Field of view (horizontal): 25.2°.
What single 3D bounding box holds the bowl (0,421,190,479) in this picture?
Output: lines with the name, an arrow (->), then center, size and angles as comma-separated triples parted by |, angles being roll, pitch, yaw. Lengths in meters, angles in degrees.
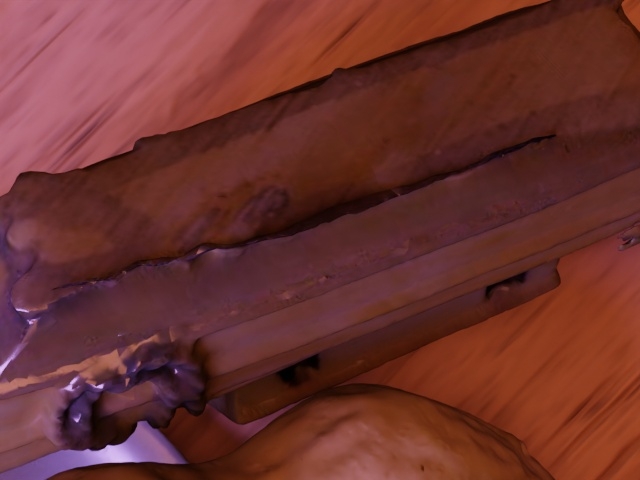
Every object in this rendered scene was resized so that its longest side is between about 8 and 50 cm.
bowl -> -0.203, 0.210, 0.646 | 0.345, 0.345, 0.157 | 46, 130, 3

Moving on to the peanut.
peanut -> -0.006, 0.136, 0.638 | 0.318, 0.147, 0.148 | 1, 84, -38

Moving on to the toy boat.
toy boat -> 0.000, 0.000, 0.678 | 0.445, 0.162, 0.136 | -21, 56, -20
